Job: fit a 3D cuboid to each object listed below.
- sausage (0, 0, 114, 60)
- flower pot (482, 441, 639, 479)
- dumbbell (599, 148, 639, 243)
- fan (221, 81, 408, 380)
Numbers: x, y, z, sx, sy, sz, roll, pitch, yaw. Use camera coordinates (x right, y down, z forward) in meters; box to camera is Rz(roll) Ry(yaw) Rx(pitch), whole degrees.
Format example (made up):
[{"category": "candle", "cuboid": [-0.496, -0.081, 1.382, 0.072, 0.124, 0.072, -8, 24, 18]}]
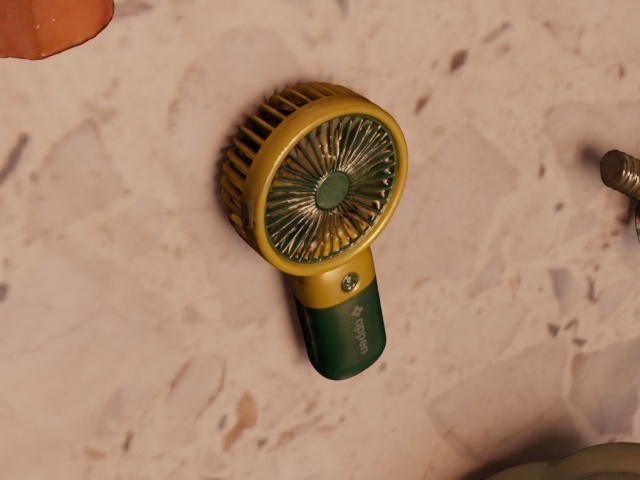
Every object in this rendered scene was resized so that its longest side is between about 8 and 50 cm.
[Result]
[{"category": "sausage", "cuboid": [-0.112, -0.147, 0.583, 0.065, 0.065, 0.169, -27, 129, -25]}, {"category": "flower pot", "cuboid": [0.153, 0.225, 0.899, 0.195, 0.246, 0.246, -33, 132, -21]}, {"category": "dumbbell", "cuboid": [0.237, -0.003, 0.934, 0.254, 0.110, 0.110, 21, 100, -38]}, {"category": "fan", "cuboid": [0.000, 0.000, 0.776, 0.082, 0.039, 0.155, -30, 132, -23]}]
